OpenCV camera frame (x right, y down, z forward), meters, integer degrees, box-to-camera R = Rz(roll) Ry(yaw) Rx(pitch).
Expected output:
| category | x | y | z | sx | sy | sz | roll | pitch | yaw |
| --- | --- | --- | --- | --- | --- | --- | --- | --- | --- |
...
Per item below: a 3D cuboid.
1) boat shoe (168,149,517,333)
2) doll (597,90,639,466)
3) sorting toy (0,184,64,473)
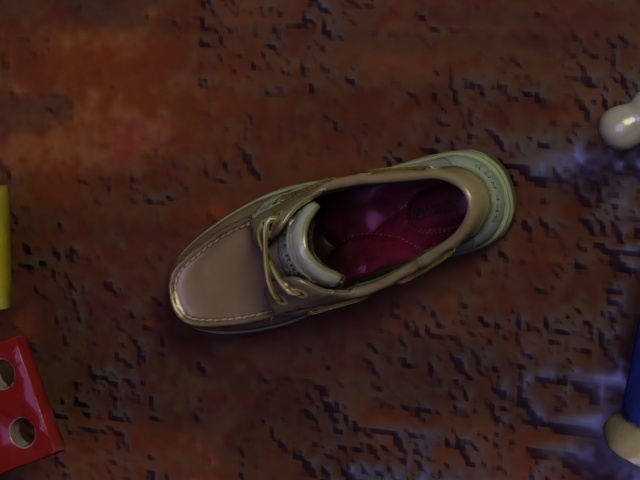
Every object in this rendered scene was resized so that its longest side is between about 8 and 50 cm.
| category | x | y | z | sx | sy | sz | roll | pitch | yaw |
| --- | --- | --- | --- | --- | --- | --- | --- | --- | --- |
| boat shoe | 0.000 | 0.000 | 0.517 | 0.135 | 0.045 | 0.050 | -22 | 86 | 20 |
| doll | 0.147 | -0.013 | 0.462 | 0.129 | 0.046 | 0.189 | 23 | 102 | 16 |
| sorting toy | -0.214 | 0.064 | 0.600 | 0.274 | 0.046 | 0.132 | -25 | 85 | 20 |
